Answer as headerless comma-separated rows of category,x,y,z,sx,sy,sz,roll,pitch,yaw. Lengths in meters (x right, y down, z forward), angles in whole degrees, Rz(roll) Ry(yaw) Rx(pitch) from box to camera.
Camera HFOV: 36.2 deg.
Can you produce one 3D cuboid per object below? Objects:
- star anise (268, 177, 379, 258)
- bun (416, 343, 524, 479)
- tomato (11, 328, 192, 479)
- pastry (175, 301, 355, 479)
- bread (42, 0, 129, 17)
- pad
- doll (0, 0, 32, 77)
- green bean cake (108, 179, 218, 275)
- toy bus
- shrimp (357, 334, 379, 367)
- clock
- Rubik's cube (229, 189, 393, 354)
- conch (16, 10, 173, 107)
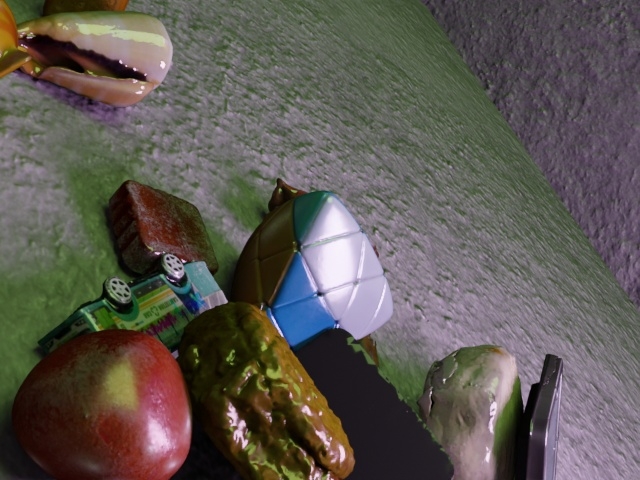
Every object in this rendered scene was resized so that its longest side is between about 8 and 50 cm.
star anise,-0.006,-0.004,1.584,0.220,0.099,0.214,39,11,-6
bun,0.212,0.263,1.418,0.239,0.141,0.239,-2,90,-68
tomato,-0.202,0.157,0.915,0.167,0.167,0.167,37,25,-21
pastry,-0.058,0.175,1.049,0.240,0.132,0.235,50,-9,4
bread,-0.346,-0.408,1.521,0.116,0.200,0.077,24,31,-17
pad,0.095,0.210,1.282,0.323,0.055,0.250,-29,75,-39
doll,-0.482,-0.280,1.153,0.269,0.162,0.167,47,7,-25
green bean cake,-0.208,-0.005,1.288,0.135,0.056,0.135,21,32,-44
toy bus,-0.202,0.090,1.116,0.109,0.091,0.261,55,26,3
shrimp,0.013,0.168,1.394,0.173,0.058,0.253,27,30,-20
clock,0.316,0.334,1.434,0.049,0.279,0.273,5,16,17
Rubik's cube,-0.017,0.061,1.372,0.254,0.254,0.254,37,25,-21
conch,-0.337,-0.269,1.456,0.255,0.127,0.158,3,75,-28
